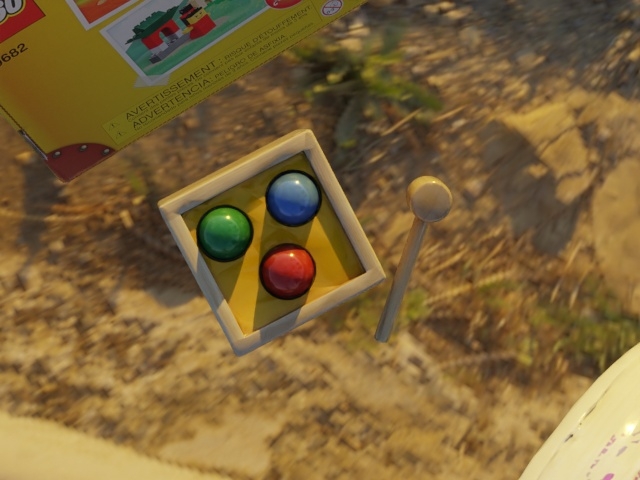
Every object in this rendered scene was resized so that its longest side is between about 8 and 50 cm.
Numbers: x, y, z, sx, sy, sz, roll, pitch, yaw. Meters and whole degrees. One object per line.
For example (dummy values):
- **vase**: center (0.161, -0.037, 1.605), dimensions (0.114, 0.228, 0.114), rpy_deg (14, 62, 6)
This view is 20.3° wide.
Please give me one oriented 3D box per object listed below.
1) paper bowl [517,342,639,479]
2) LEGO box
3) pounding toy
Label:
- **paper bowl**: center (0.160, 0.184, 0.696), dimensions (0.148, 0.284, 0.284), rpy_deg (23, 104, 30)
- **LEGO box**: center (-0.118, -0.318, 1.511), dimensions (0.500, 0.372, 0.193), rpy_deg (-31, 59, 2)
- **pounding toy**: center (0.009, 0.006, 1.352), dimensions (0.206, 0.094, 0.181), rpy_deg (-28, 96, -3)
